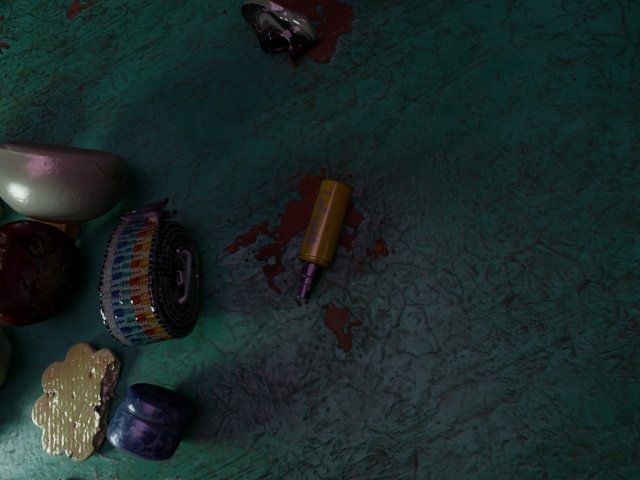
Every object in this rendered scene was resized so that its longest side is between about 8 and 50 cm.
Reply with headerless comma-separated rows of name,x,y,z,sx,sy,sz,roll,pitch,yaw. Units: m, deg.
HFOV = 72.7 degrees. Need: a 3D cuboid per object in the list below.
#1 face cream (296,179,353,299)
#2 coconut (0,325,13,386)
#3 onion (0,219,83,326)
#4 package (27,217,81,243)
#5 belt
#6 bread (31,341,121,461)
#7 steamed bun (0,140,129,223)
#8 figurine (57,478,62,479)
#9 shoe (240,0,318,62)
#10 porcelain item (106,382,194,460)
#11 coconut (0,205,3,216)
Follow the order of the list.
face cream,0.000,0.000,0.983,0.078,0.078,0.273,15,78,12
coconut,-0.848,0.254,0.965,0.245,0.245,0.247,-43,80,-4
onion,-0.668,0.070,0.984,0.190,0.246,0.246,19,79,21
package,-0.691,-0.024,1.113,0.131,0.047,0.070,10,74,13
belt,-0.351,0.078,0.955,0.161,0.206,0.294,-10,59,10
bread,-0.561,0.361,0.996,0.182,0.039,0.250,6,77,11
steamed bun,-0.602,-0.130,1.019,0.283,0.283,0.177,12,102,12
figurine,-0.566,0.569,0.944,0.051,0.047,0.083,17,71,-2
shoe,-0.122,-0.550,1.142,0.228,0.099,0.112,24,88,13
porcelain item,-0.349,0.369,0.904,0.147,0.147,0.114,22,80,14
coconut,-0.969,-0.064,1.073,0.244,0.239,0.239,-42,73,-9
